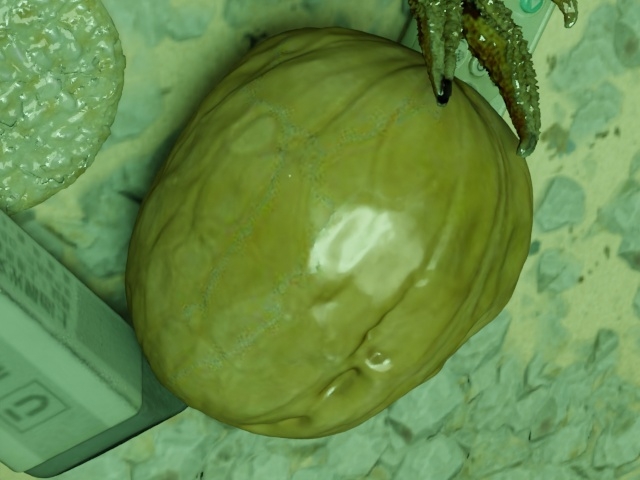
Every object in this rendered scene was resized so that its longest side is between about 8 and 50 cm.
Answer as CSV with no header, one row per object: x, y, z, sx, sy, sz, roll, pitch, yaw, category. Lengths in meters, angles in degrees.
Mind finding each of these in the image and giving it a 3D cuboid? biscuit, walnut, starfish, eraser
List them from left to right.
-0.188,0.019,0.801,0.089,0.061,0.352,-29,131,17,eraser
-0.166,-0.074,0.811,0.152,0.020,0.152,-16,124,-25,biscuit
0.000,0.000,0.854,0.195,0.195,0.222,21,121,-39,walnut
0.061,-0.148,0.830,0.043,0.227,0.240,-26,152,35,starfish

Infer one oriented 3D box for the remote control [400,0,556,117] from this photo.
0.094,-0.137,0.944,0.078,0.042,0.221,17,101,-38,remote control
